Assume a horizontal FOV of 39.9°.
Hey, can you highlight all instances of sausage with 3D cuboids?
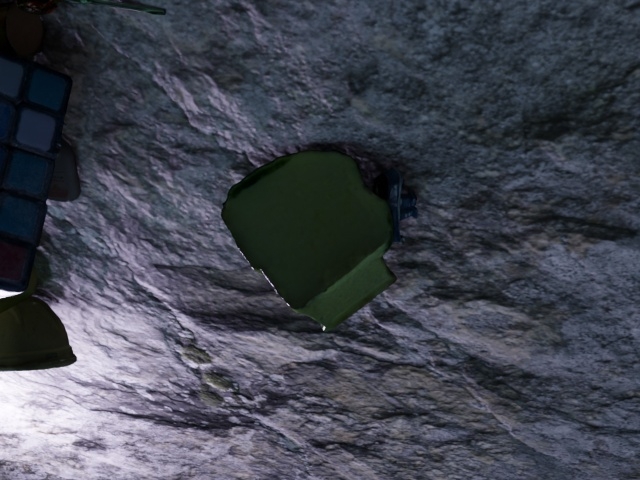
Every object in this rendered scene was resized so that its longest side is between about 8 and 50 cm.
[{"bbox_3d":[-0.538,-0.263,1.144,0.371,0.082,0.082,2,140,18],"label":"sausage"}]

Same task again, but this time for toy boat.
[{"bbox_3d":[0.104,-0.044,1.221,0.060,0.060,0.137,-10,136,-8],"label":"toy boat"}]

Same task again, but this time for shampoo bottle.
[{"bbox_3d":[-0.401,-0.123,1.301,0.080,0.040,0.165,14,143,3],"label":"shampoo bottle"}]

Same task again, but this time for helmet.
[{"bbox_3d":[-0.575,0.170,1.650,0.257,0.137,0.204,-6,177,36],"label":"helmet"}]

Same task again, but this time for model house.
[{"bbox_3d":[0.000,0.000,1.226,0.214,0.195,0.189,48,175,27],"label":"model house"}]

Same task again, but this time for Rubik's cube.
[{"bbox_3d":[-0.512,-0.088,1.089,0.287,0.292,0.293,19,164,-33],"label":"Rubik's cube"}]

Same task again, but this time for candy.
[{"bbox_3d":[-0.279,-0.289,1.064,0.184,0.049,0.055,7,149,-4],"label":"candy"}]

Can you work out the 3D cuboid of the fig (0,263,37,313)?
[{"bbox_3d":[-0.591,0.040,1.410,0.271,0.239,0.239,25,142,-27],"label":"fig"}]
